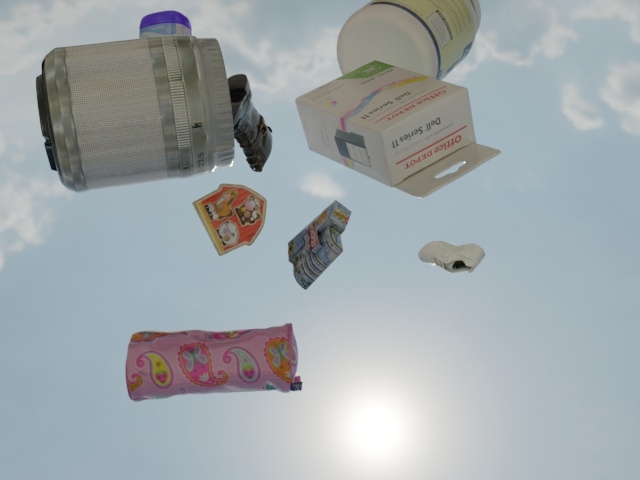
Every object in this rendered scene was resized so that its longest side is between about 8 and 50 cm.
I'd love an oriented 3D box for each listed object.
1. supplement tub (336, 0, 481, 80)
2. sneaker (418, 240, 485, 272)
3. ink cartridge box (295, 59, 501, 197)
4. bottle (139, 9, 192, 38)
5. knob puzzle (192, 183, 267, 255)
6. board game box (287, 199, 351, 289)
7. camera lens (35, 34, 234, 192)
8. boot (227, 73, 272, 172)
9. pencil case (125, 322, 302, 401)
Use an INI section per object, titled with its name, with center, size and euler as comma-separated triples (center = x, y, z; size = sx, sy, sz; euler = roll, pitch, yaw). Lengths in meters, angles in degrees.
[supplement tub]
center = 0.206, -0.457, 2.157
size = 0.235, 0.236, 0.325
euler = 11, -144, 29
[sneaker]
center = 0.272, 0.037, 2.065
size = 0.152, 0.054, 0.061
euler = 1, -140, 36
[ink cartridge box]
center = 0.138, -0.213, 1.775
size = 0.207, 0.119, 0.353
euler = -30, -146, -23
[bottle]
center = -0.344, -0.361, 2.136
size = 0.118, 0.283, 0.092
euler = -5, 168, 23
[knob puzzle]
center = -0.235, -0.073, 2.709
size = 0.213, 0.213, 0.030
euler = -16, -177, -17
[board game box]
center = 0.000, 0.000, 2.471
size = 0.194, 0.060, 0.194
euler = -48, -159, 19
[camera lens]
center = -0.282, -0.195, 1.474
size = 0.274, 0.220, 0.219
euler = -9, -151, -10
[boot]
center = -0.188, -0.257, 2.378
size = 0.091, 0.229, 0.263
euler = -1, -135, 24
[pencil case]
center = -0.173, 0.201, 1.576
size = 0.284, 0.124, 0.124
euler = -2, -151, -3
